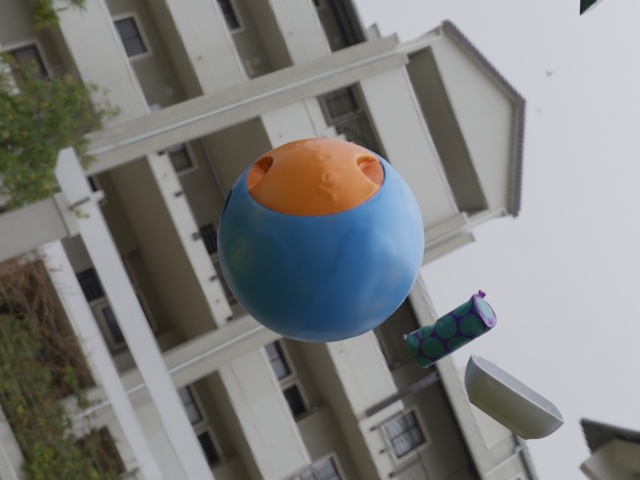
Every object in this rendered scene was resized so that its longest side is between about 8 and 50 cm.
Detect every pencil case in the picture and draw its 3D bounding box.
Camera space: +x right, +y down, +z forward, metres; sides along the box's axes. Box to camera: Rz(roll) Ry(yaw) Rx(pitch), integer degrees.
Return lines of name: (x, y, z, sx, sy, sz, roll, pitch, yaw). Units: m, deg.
pencil case: (0.210, 0.145, 1.202, 0.064, 0.070, 0.152, 38, -57, -26)

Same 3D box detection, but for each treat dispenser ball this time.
treat dispenser ball: (0.000, 0.000, 1.043, 0.288, 0.288, 0.288, 45, -31, 38)

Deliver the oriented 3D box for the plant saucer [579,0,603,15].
plant saucer: (0.347, -0.327, 0.886, 0.192, 0.018, 0.067, -25, 117, -86)

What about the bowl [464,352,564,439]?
bowl: (0.252, 0.215, 1.005, 0.142, 0.053, 0.142, 34, 5, 11)
